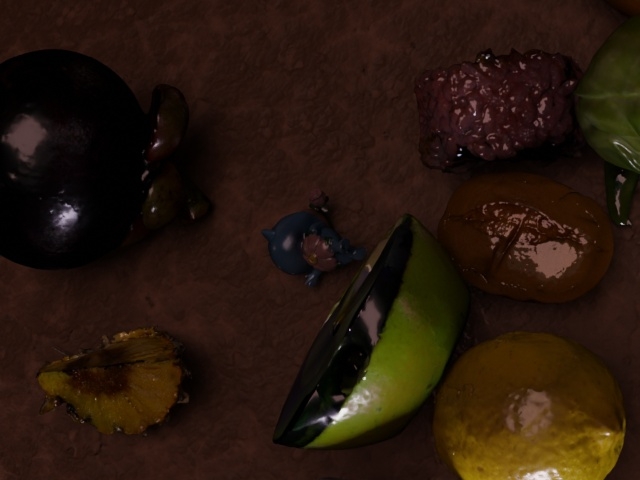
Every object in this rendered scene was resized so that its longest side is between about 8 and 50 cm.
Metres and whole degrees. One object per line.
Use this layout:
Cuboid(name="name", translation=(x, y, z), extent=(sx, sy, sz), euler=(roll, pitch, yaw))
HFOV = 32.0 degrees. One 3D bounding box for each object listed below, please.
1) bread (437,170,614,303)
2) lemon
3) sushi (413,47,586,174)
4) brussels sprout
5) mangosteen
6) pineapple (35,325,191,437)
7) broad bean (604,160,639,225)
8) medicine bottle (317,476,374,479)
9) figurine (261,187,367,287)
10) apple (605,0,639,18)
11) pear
Cuboid(name="bread", translation=(0.316, 0.000, 1.715), extent=(0.270, 0.143, 0.195), euler=(17, 86, 21))
Cuboid(name="lemon", translation=(0.294, 0.256, 1.609), extent=(0.310, 0.253, 0.253), euler=(-9, 74, 43))
Cuboid(name="sushi", translation=(0.282, -0.192, 1.728), extent=(0.270, 0.236, 0.170), euler=(-5, 87, -12))
Cuboid(name="brussels sprout", translation=(0.520, -0.196, 1.588), extent=(0.328, 0.328, 0.247), euler=(34, 90, 23))
Cuboid(name="mangosteen", translation=(-0.407, -0.128, 1.904), extent=(0.435, 0.382, 0.382), euler=(9, 81, 5))
Cuboid(name="pineapple", translation=(-0.331, 0.246, 1.924), extent=(0.335, 0.158, 0.161), euler=(-14, 113, 21))
Cuboid(name="broad bean", translation=(0.471, -0.167, 1.747), extent=(0.060, 0.043, 0.297), euler=(-8, 75, 30))
Cuboid(name="medicine bottle", translation=(0.101, 0.477, 1.629), extent=(0.253, 0.252, 0.240), euler=(2, 78, 21))
Cuboid(name="figurine", translation=(-0.001, -0.005, 1.848), extent=(0.178, 0.114, 0.144), euler=(7, 60, 43))
Cuboid(name="apple", translation=(0.534, -0.454, 1.663), extent=(0.299, 0.299, 0.275), euler=(-32, 97, 11))
Cuboid(name="pear", translation=(0.097, 0.164, 1.677), extent=(0.165, 0.399, 0.398), euler=(29, 89, -3))
